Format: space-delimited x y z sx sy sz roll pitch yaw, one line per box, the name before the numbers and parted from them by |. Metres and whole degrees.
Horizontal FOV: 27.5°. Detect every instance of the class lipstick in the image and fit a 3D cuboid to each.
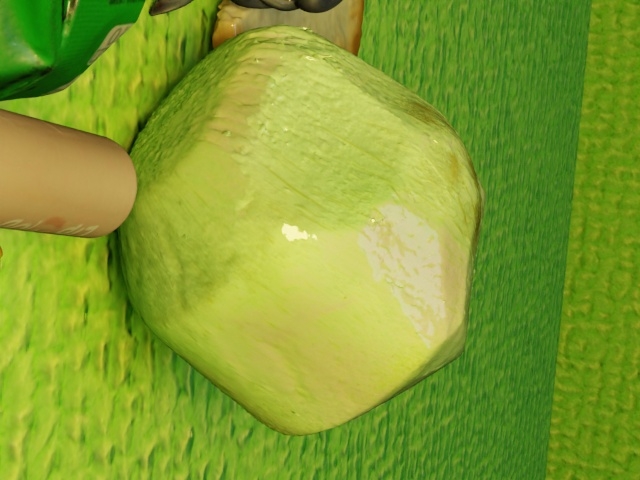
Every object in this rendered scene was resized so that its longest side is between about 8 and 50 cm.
lipstick | -0.198 -0.044 0.746 0.254 0.070 0.070 10 88 -67

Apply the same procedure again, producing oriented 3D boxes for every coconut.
coconut | 0.000 0.000 1.057 0.328 0.281 0.328 40 26 -24

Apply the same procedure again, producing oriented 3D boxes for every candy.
candy | -0.182 -0.120 0.764 0.141 0.203 0.078 1 60 -63

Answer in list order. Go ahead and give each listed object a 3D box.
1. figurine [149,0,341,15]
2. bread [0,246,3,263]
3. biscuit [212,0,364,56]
figurine | -0.046 -0.274 1.048 0.265 0.175 0.197 43 52 -72
bread | -0.265 0.087 0.730 0.181 0.096 0.222 19 79 -70
biscuit | -0.024 -0.193 1.288 0.309 0.040 0.204 -53 144 -49
